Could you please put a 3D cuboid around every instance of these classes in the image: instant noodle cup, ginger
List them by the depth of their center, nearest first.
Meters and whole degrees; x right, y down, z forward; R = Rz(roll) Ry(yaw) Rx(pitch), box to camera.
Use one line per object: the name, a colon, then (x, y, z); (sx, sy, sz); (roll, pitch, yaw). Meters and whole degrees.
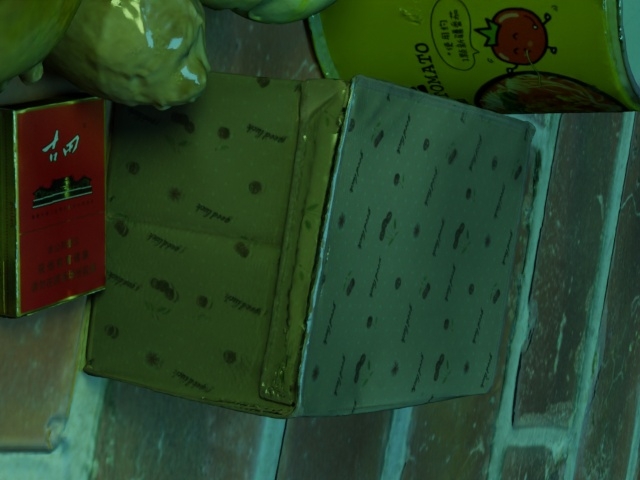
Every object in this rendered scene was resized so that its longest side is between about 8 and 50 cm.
ginger: (-0.134, -0.158, 0.895); (0.115, 0.123, 0.193); (-53, 137, -12)
instant noodle cup: (0.172, -0.242, 1.250); (0.325, 0.254, 0.325); (-21, 115, -56)

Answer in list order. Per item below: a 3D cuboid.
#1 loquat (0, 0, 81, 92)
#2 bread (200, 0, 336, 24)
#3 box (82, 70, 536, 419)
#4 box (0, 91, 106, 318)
loquat: (-0.191, -0.148, 0.762); (0.204, 0.149, 0.172); (65, 41, -65)
bread: (-0.046, -0.246, 1.023); (0.213, 0.105, 0.213); (-15, 108, -54)
box: (0.000, 0.000, 1.088); (0.297, 0.190, 0.225); (4, 95, -59)
box: (-0.172, -0.024, 0.950); (0.090, 0.023, 0.133); (-19, 114, -59)
